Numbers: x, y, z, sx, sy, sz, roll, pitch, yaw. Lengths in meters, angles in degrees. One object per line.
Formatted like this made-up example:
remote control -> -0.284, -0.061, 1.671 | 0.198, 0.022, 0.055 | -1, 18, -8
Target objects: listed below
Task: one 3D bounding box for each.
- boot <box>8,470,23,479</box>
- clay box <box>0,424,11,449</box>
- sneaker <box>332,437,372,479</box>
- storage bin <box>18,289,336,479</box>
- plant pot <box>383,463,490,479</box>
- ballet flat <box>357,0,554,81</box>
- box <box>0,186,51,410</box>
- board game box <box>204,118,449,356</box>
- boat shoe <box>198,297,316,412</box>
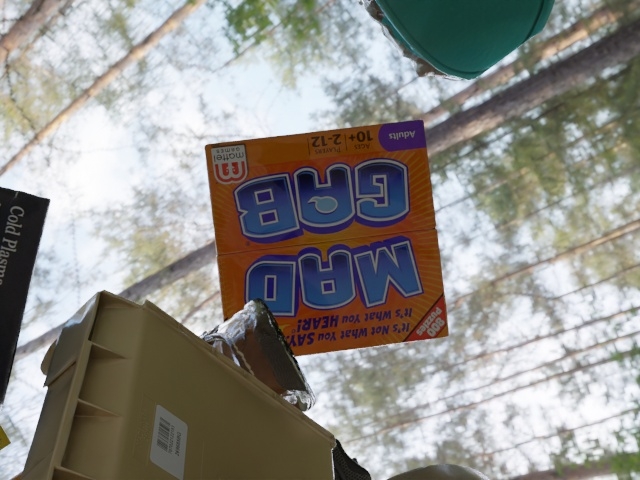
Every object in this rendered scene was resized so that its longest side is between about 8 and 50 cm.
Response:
boot -> -0.313, 0.270, 1.143 | 0.104, 0.211, 0.295 | -92, -20, -73
clay box -> -0.508, 0.277, 1.106 | 0.222, 0.127, 0.053 | -33, -65, -29
sneaker -> 0.009, 0.306, 0.947 | 0.130, 0.087, 0.227 | 5, -119, -42
storage bin -> -0.107, 0.206, 0.656 | 0.260, 0.123, 0.262 | 40, -157, -25
plant pot -> 0.067, 0.287, 0.457 | 0.284, 0.191, 0.284 | -23, -51, -32
ballet flat -> 0.027, -0.283, 0.455 | 0.409, 0.147, 0.147 | 63, -140, -31
box -> -0.409, 0.086, 0.687 | 0.312, 0.343, 0.179 | 15, -129, -21
board game box -> 0.000, 0.000, 1.600 | 0.356, 0.356, 0.356 | -7, -89, -3
boat shoe -> -0.091, 0.144, 0.925 | 0.120, 0.324, 0.122 | -28, -94, -13
